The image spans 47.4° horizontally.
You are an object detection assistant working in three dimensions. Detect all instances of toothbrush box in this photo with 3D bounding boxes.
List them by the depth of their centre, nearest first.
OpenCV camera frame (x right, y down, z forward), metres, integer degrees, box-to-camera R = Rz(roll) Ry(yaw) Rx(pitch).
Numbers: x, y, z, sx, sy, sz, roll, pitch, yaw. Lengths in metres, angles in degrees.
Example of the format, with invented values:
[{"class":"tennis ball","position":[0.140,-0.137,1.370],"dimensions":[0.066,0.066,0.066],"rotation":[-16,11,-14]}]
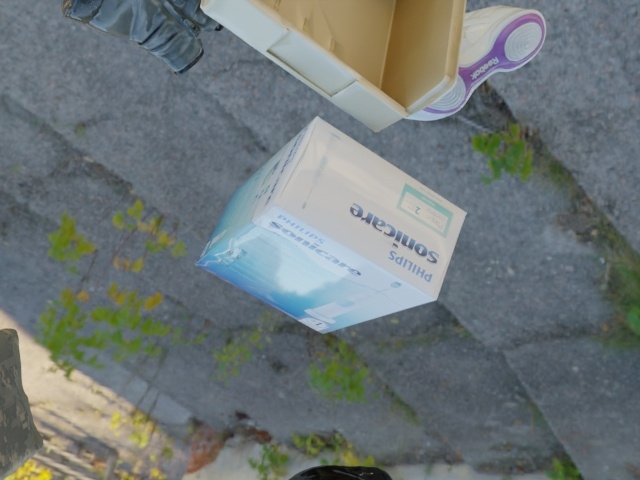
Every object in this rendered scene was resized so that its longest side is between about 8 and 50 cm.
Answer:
[{"class":"toothbrush box","position":[0.000,0.000,0.914],"dimensions":[0.216,0.126,0.295],"rotation":[30,156,-15]}]

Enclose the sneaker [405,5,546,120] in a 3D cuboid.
[{"class":"sneaker","position":[0.227,-0.307,1.252],"dimensions":[0.305,0.152,0.114],"rotation":[-28,125,-4]}]

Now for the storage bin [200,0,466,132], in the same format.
[{"class":"storage bin","position":[0.026,-0.296,0.792],"dimensions":[0.262,0.261,0.123],"rotation":[30,146,-30]}]

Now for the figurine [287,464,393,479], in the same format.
[{"class":"figurine","position":[0.018,0.229,0.334],"dimensions":[0.092,0.215,0.209],"rotation":[1,171,-3]}]

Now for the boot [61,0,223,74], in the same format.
[{"class":"boot","position":[-0.154,-0.308,0.769],"dimensions":[0.161,0.083,0.247],"rotation":[17,117,-36]}]

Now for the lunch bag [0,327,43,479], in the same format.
[{"class":"lunch bag","position":[-0.451,0.196,0.673],"dimensions":[0.286,0.169,0.235],"rotation":[-11,-178,1]}]
